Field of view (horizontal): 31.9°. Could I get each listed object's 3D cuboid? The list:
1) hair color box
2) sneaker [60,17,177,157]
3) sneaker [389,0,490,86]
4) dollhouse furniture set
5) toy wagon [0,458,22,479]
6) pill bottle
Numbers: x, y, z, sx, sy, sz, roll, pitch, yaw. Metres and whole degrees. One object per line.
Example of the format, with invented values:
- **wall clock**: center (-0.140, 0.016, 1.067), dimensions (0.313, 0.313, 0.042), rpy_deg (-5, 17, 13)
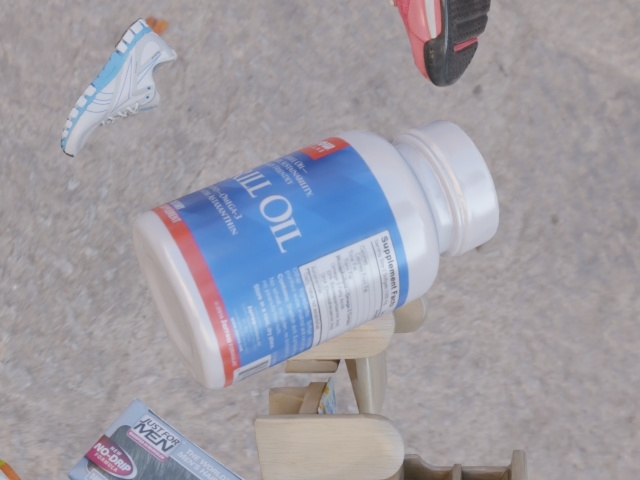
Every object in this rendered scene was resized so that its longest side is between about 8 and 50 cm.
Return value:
- **hair color box**: center (-0.139, 0.342, 1.276), dimensions (0.185, 0.374, 0.113), rpy_deg (31, 66, 23)
- **sneaker**: center (-0.244, -0.174, 1.369), dimensions (0.083, 0.071, 0.191), rpy_deg (35, 86, -9)
- **sneaker**: center (0.075, -0.302, 1.093), dimensions (0.116, 0.136, 0.314), rpy_deg (-21, 102, -57)
- **dollhouse furniture set**: center (0.093, 0.158, 1.223), dimensions (0.256, 0.362, 0.394), rpy_deg (-2, 108, 10)
- **toy wagon**: center (-0.367, 0.287, 1.157), dimensions (0.068, 0.344, 0.267), rpy_deg (-36, 121, -32)
- **pill bottle**: center (0.000, 0.000, 0.736), dimensions (0.221, 0.124, 0.124), rpy_deg (-24, 89, -18)
